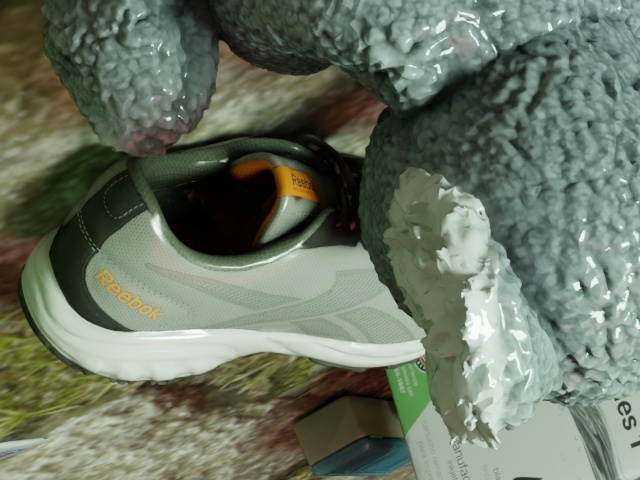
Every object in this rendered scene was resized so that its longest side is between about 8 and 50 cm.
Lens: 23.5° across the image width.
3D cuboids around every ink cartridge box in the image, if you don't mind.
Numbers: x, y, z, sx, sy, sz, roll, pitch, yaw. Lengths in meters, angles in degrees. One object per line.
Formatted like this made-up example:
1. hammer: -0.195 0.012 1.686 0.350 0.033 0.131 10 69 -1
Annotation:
1. ink cartridge box: 0.165 0.091 0.992 0.219 0.160 0.093 -28 155 26

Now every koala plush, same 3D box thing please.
1. koala plush: 0.053 -0.044 0.490 0.196 0.221 0.203 -5 152 -40

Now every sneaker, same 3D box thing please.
1. sneaker: 0.000 0.000 0.723 0.272 0.100 0.108 -7 148 -37

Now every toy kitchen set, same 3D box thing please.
1. toy kitchen set: 0.118 0.166 1.149 0.207 0.166 0.122 -32 158 21

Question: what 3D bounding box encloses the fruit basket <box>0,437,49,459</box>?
1. fruit basket: -0.330 0.132 0.595 0.353 0.165 0.327 -26 160 15
